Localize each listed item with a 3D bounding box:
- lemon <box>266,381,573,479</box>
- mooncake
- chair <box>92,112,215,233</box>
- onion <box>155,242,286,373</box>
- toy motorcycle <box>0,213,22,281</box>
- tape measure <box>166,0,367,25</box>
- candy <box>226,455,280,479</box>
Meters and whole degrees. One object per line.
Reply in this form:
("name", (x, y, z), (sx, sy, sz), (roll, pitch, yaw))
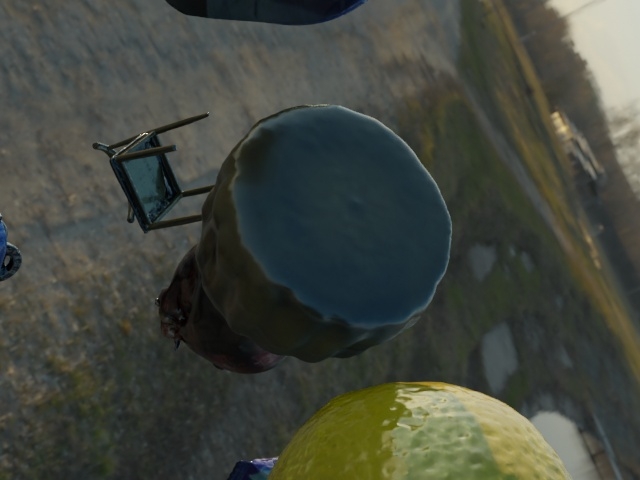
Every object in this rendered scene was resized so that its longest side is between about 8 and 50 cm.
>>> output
("lemon", (0.077, 0.239, 0.706), (0.245, 0.245, 0.320), (52, 17, -38))
("mooncake", (0.000, 0.000, 1.157), (0.290, 0.161, 0.290), (11, 60, -19))
("chair", (-0.337, -0.124, 2.006), (0.166, 0.272, 0.188), (-55, 129, -52))
("onion", (-0.122, 0.103, 1.609), (0.281, 0.281, 0.221), (-97, 168, -53))
("toy motorcycle", (-0.658, 0.082, 1.744), (0.213, 0.358, 0.125), (0, 37, -42))
("tape measure", (-0.026, -0.347, 0.970), (0.138, 0.262, 0.259), (-71, 170, -61))
("candy", (-0.060, 0.465, 1.944), (0.275, 0.145, 0.070), (3, 38, -30))
